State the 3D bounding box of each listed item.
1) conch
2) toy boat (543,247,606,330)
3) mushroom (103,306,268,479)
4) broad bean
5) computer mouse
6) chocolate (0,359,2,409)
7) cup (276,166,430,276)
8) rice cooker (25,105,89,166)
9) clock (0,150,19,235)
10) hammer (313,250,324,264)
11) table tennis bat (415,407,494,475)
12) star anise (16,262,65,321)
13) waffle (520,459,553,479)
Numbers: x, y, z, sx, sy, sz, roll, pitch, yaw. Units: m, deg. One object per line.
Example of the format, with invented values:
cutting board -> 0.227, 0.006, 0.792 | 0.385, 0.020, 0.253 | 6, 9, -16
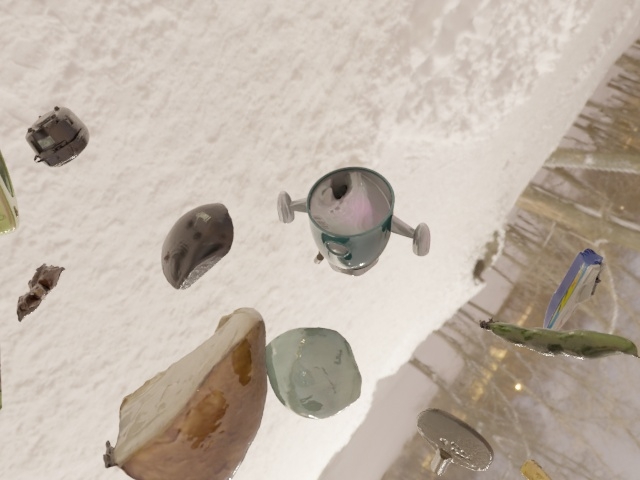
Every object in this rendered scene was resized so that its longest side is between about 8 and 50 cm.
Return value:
conch -> -0.009, 0.263, 1.146 | 0.221, 0.121, 0.185 | 40, 87, -30
toy boat -> 0.714, 0.171, 1.660 | 0.129, 0.088, 0.295 | -12, 130, -48
mushroom -> -0.211, 0.354, 1.255 | 0.397, 0.224, 0.313 | -45, 119, 0
broad bean -> 0.425, 0.184, 1.058 | 0.043, 0.297, 0.060 | -33, 111, -37
computer mouse -> -0.351, 0.008, 1.584 | 0.100, 0.170, 0.269 | 17, 132, -44
chocolate -> -1.066, 0.383, 1.660 | 0.137, 0.301, 0.289 | -42, 136, 7
cup -> 0.059, -0.023, 1.097 | 0.173, 0.300, 0.167 | 82, 27, -54
rice cooker -> -0.682, -0.269, 1.509 | 0.142, 0.203, 0.118 | -29, 122, 2
clock -> -0.699, -0.164, 1.170 | 0.096, 0.308, 0.235 | -20, 134, -19
hammer -> 0.000, 0.000, 1.372 | 0.035, 0.019, 0.110 | 125, -28, -69
table tennis bat -> 0.211, 0.340, 0.954 | 0.022, 0.131, 0.234 | -48, 157, -29
star anise -> -0.786, 0.141, 1.606 | 0.065, 0.195, 0.182 | 39, 65, -31
waffle -> 0.288, 0.294, 0.610 | 0.023, 0.153, 0.097 | -54, -165, 4
